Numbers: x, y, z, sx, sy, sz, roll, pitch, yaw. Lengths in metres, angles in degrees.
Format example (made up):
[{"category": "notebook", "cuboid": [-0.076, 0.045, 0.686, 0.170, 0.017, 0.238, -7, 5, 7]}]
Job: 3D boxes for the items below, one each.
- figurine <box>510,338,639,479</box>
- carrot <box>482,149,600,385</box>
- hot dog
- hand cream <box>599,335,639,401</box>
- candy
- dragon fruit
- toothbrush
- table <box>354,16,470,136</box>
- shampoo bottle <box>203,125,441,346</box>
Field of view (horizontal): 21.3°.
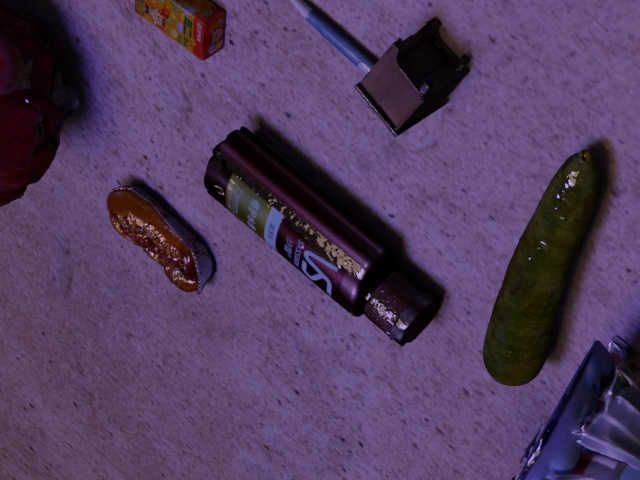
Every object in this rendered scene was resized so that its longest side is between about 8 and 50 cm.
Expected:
[{"category": "figurine", "cuboid": [0.393, 0.268, 1.657, 0.388, 0.248, 0.276, 31, 105, 8]}, {"category": "carrot", "cuboid": [0.233, 0.031, 1.788, 0.074, 0.074, 0.358, 38, 144, 22]}, {"category": "hot dog", "cuboid": [-0.226, -0.003, 2.358, 0.191, 0.059, 0.108, 39, 150, 17]}, {"category": "hand cream", "cuboid": [0.312, 0.169, 1.864, 0.057, 0.037, 0.165, 42, 141, 17]}, {"category": "candy", "cuboid": [-0.169, -0.274, 2.032, 0.122, 0.038, 0.062, 37, 145, 23]}, {"category": "dragon fruit", "cuboid": [-0.499, -0.182, 2.285, 0.329, 0.329, 0.329, 33, 143, 29]}, {"category": "toothbrush", "cuboid": [0.001, -0.233, 1.865, 0.276, 0.025, 0.019, 43, 146, 15]}, {"category": "table", "cuboid": [0.099, -0.170, 1.750, 0.070, 0.083, 0.082, 51, 144, 7]}, {"category": "shampoo bottle", "cuboid": [0.000, 0.000, 2.043, 0.323, 0.084, 0.129, 41, 149, 17]}]
